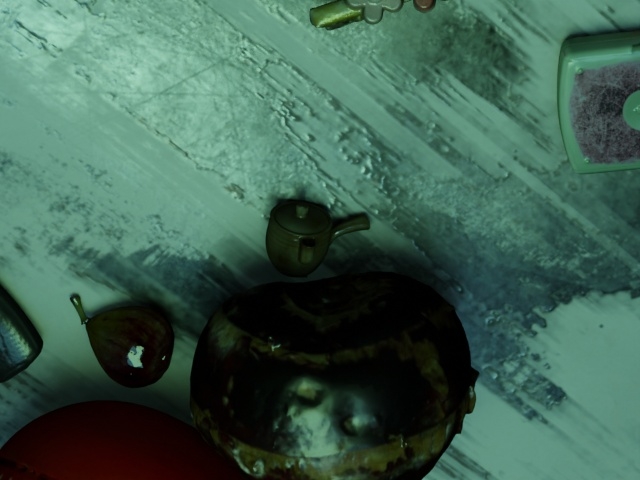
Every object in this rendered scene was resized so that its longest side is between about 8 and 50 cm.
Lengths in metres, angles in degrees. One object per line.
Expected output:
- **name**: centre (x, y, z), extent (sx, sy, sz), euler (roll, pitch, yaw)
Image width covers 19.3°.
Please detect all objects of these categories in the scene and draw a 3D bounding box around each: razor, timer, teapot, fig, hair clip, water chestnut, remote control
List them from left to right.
- **razor**: centre (-0.370, 0.086, 2.030), extent (0.090, 0.054, 0.148), euler (-30, 117, 20)
- **fig**: centre (-0.221, 0.104, 2.029), extent (0.125, 0.089, 0.089), euler (24, 123, 16)
- **timer**: centre (-0.190, 0.337, 2.003), extent (0.378, 0.378, 0.279), euler (35, 73, -18)
- **teapot**: centre (0.000, 0.000, 1.949), extent (0.110, 0.085, 0.080), euler (-3, 126, -19)
- **water chestnut**: centre (0.015, 0.170, 1.929), extent (0.300, 0.300, 0.300), euler (1, 122, 2)
- **hair clip**: centre (0.091, -0.246, 1.803), extent (0.214, 0.056, 0.062), euler (-17, 87, 14)
- **remote control**: centre (0.406, -0.147, 1.849), extent (0.344, 0.050, 0.145), euler (-5, 122, 6)
